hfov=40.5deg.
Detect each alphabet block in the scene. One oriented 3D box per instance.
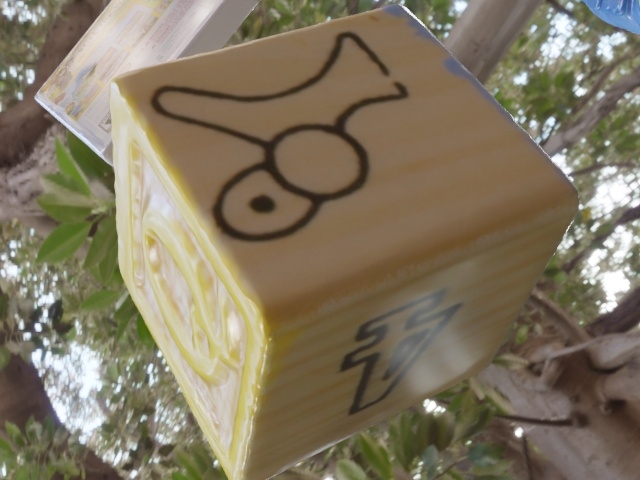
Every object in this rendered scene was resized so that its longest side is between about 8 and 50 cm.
[{"bbox_3d":[0.000,0.000,0.530,0.197,0.193,0.192,-20,-124,-24],"label":"alphabet block"}]

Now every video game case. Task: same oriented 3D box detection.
[{"bbox_3d":[-0.132,-0.177,0.713,0.227,0.206,0.026,-52,-53,-3],"label":"video game case"}]

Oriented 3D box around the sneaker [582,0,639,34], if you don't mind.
[{"bbox_3d":[0.145,-0.089,0.294,0.078,0.067,0.188,14,-150,-14],"label":"sneaker"}]
